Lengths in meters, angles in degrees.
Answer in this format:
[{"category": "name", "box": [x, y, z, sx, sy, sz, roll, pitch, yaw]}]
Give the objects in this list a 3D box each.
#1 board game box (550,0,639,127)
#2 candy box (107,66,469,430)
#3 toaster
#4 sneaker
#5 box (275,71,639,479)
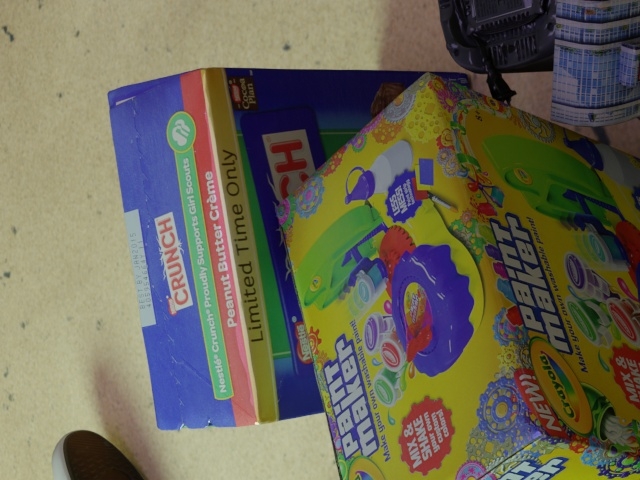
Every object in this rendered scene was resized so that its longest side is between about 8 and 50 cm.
[{"category": "board game box", "box": [0.250, -0.148, 1.266, 0.060, 0.194, 0.194, 21, 121, 41]}, {"category": "candy box", "box": [0.000, 0.000, 1.394, 0.122, 0.317, 0.268, -12, 86, 43]}, {"category": "toaster", "box": [0.173, -0.213, 1.332, 0.129, 0.146, 0.226, -13, 84, 44]}, {"category": "sneaker", "box": [-0.213, 0.336, 1.765, 0.123, 0.106, 0.290, -43, 66, 34]}, {"category": "box", "box": [0.150, 0.078, 1.233, 0.177, 0.279, 0.290, -41, 49, 34]}]
